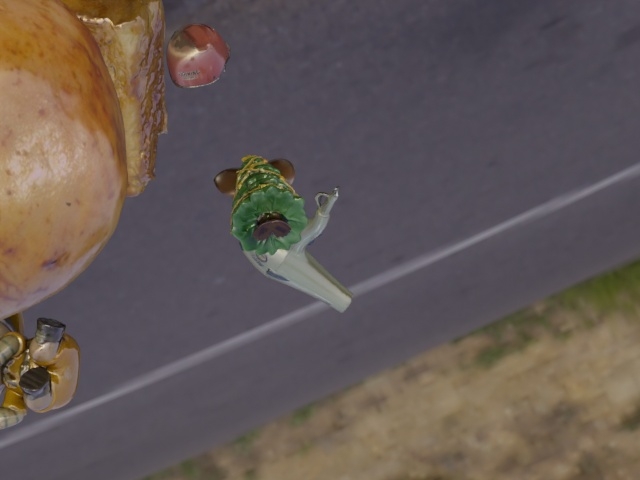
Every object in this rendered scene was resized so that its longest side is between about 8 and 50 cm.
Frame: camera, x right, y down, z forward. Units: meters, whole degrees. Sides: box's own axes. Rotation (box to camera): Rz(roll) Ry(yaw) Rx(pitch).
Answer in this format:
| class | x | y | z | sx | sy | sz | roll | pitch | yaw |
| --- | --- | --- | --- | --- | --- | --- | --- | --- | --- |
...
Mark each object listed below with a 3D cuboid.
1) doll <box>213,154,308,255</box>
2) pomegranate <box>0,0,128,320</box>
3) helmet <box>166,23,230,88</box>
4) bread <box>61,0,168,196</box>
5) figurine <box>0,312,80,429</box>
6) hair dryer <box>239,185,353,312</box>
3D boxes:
| class | x | y | z | sx | sy | sz | roll | pitch | yaw |
| --- | --- | --- | --- | --- | --- | --- | --- | --- | --- |
| doll | -0.057 | -0.052 | 1.423 | 0.078 | 0.113 | 0.077 | -12 | 149 | -7 |
| pomegranate | -0.232 | -0.048 | 0.916 | 0.248 | 0.248 | 0.248 | -22 | 166 | -6 |
| helmet | -0.128 | -0.199 | 1.555 | 0.065 | 0.084 | 0.049 | -8 | 133 | 11 |
| bread | -0.306 | -0.228 | 2.088 | 0.195 | 0.149 | 0.344 | 13 | 134 | 5 |
| figurine | -0.428 | 0.147 | 1.953 | 0.256 | 0.192 | 0.167 | 16 | -167 | 19 |
| hair dryer | 0.008 | 0.015 | 1.967 | 0.199 | 0.167 | 0.067 | -28 | -152 | 41 |
